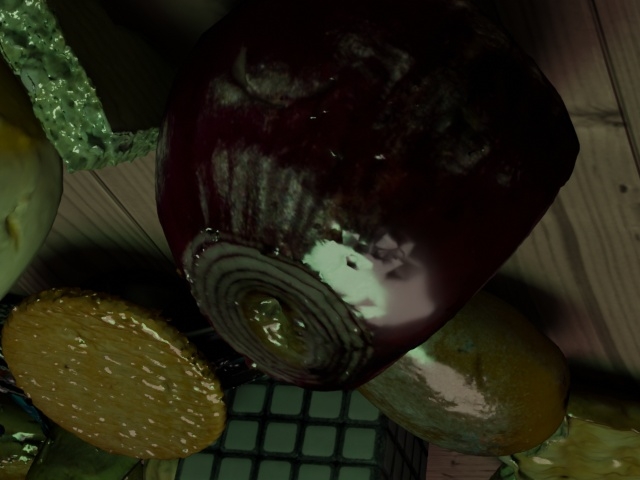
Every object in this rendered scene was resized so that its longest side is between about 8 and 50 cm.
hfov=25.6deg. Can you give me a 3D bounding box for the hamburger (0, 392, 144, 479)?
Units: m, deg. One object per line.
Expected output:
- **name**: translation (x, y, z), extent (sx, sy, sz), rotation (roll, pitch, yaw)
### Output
- **hamburger**: translation (-0.366, 0.270, 1.807), extent (0.285, 0.134, 0.265), rotation (9, 148, -14)

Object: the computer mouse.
- **computer mouse**: translation (-0.154, 0.104, 1.502), extent (0.233, 0.096, 0.137), rotation (6, 149, 8)

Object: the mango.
- **mango**: translation (0.102, 0.108, 1.408), extent (0.316, 0.146, 0.193), rotation (27, 147, -2)

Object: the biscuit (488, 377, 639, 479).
- **biscuit**: translation (0.308, 0.249, 1.649), extent (0.329, 0.078, 0.335), rotation (29, 145, -34)

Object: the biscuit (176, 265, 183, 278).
- **biscuit**: translation (0.000, 0.000, 1.276), extent (0.252, 0.106, 0.070), rotation (12, 148, -7)

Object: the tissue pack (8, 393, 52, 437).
- **tissue pack**: translation (-0.362, 0.174, 1.662), extent (0.138, 0.028, 0.085), rotation (43, 165, 31)

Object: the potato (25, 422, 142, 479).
- **potato**: translation (-0.256, 0.232, 1.624), extent (0.111, 0.271, 0.160), rotation (43, 168, 1)

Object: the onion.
- **onion**: translation (0.003, -0.053, 1.031), extent (0.260, 0.282, 0.337), rotation (39, 158, -9)

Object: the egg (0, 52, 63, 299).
- **egg**: translation (-0.382, -0.055, 1.121), extent (0.345, 0.283, 0.283), rotation (16, 153, 22)

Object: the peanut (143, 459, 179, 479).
- **peanut**: translation (-0.128, 0.311, 1.808), extent (0.120, 0.136, 0.298), rotation (-11, 151, 21)

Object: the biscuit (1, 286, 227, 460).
- **biscuit**: translation (-0.214, 0.140, 1.461), extent (0.254, 0.035, 0.254), rotation (12, 135, 13)

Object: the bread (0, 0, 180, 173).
- **bread**: translation (-0.171, -0.117, 1.065), extent (0.064, 0.172, 0.232), rotation (-29, 138, 20)

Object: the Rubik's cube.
- **Rubik's cube**: translation (-0.013, 0.267, 1.600), extent (0.237, 0.238, 0.237), rotation (-1, 150, 18)

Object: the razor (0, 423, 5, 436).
- **razor**: translation (-0.439, 0.185, 1.614), extent (0.093, 0.056, 0.324), rotation (32, 172, -35)

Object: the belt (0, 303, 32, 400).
- **belt**: translation (-0.416, 0.101, 1.542), extent (0.359, 0.126, 0.094), rotation (16, 137, -21)
